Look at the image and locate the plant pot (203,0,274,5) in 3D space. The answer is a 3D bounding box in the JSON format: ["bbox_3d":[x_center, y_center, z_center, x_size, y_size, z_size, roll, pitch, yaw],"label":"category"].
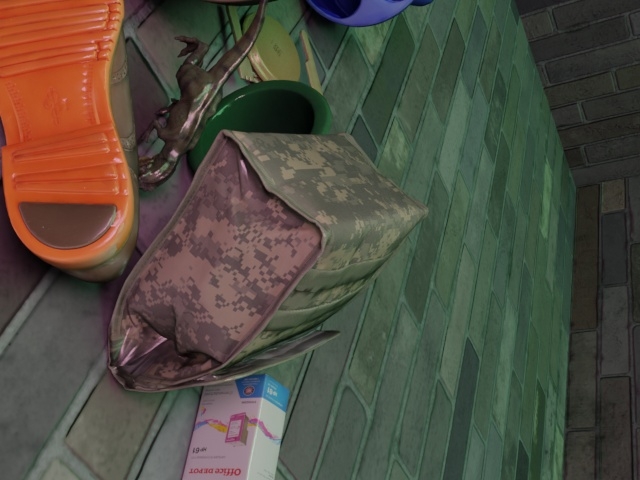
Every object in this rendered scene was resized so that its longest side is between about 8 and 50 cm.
[{"bbox_3d":[-0.073,-0.437,0.914,0.280,0.323,0.323,-48,124,-74],"label":"plant pot"}]

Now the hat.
[{"bbox_3d":[-0.050,-0.086,0.978,0.208,0.172,0.184,-52,147,-26],"label":"hat"}]

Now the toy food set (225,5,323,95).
[{"bbox_3d":[-0.075,-0.262,1.098,0.192,0.038,0.133,2,72,-56],"label":"toy food set"}]

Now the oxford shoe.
[{"bbox_3d":[-0.235,-0.134,0.710,0.133,0.129,0.364,97,-14,-71],"label":"oxford shoe"}]

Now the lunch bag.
[{"bbox_3d":[-0.060,0.040,0.789,0.169,0.287,0.235,46,26,18],"label":"lunch bag"}]

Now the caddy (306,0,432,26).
[{"bbox_3d":[0.070,-0.510,1.225,0.179,0.241,0.342,-14,93,-66],"label":"caddy"}]

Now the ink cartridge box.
[{"bbox_3d":[-0.092,0.215,0.843,0.052,0.088,0.123,46,43,-46],"label":"ink cartridge box"}]

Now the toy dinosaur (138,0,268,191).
[{"bbox_3d":[-0.136,-0.165,0.830,0.064,0.118,0.268,31,93,-33],"label":"toy dinosaur"}]
